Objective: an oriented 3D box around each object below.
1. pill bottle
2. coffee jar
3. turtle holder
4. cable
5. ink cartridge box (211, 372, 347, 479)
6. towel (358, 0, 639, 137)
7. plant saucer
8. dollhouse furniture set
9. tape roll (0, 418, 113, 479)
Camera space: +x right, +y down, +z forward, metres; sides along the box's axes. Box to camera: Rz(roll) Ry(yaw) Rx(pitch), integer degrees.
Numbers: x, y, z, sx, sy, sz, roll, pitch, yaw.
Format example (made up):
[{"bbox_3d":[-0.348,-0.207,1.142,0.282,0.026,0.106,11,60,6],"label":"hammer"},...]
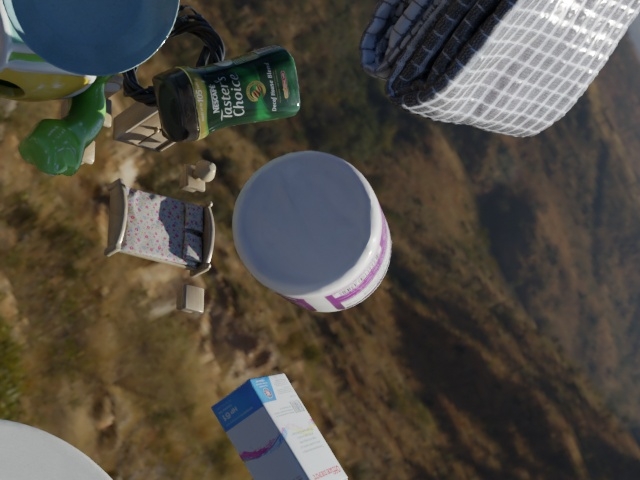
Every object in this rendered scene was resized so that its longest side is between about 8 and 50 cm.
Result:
[{"bbox_3d":[0.000,0.000,1.409,0.301,0.169,0.169,52,14,-79],"label":"pill bottle"},{"bbox_3d":[-0.123,-0.189,1.487,0.079,0.184,0.096,28,-49,58],"label":"coffee jar"},{"bbox_3d":[-0.362,-0.262,1.394,0.243,0.320,0.227,23,30,14],"label":"turtle holder"},{"bbox_3d":[-0.243,-0.286,1.880,0.150,0.184,0.047,53,4,14],"label":"cable"},{"bbox_3d":[-0.037,0.191,1.080,0.122,0.052,0.088,56,15,14],"label":"ink cartridge box"},{"bbox_3d":[0.200,-0.227,1.068,0.235,0.283,0.121,5,42,-49],"label":"towel"},{"bbox_3d":[-0.254,-0.277,1.267,0.195,0.195,0.037,56,-15,-14],"label":"plant saucer"},{"bbox_3d":[-0.297,-0.081,2.033,0.303,0.174,0.355,15,63,-37],"label":"dollhouse furniture set"},{"bbox_3d":[-0.342,0.369,1.176,0.392,0.072,0.392,24,45,-27],"label":"tape roll"}]
